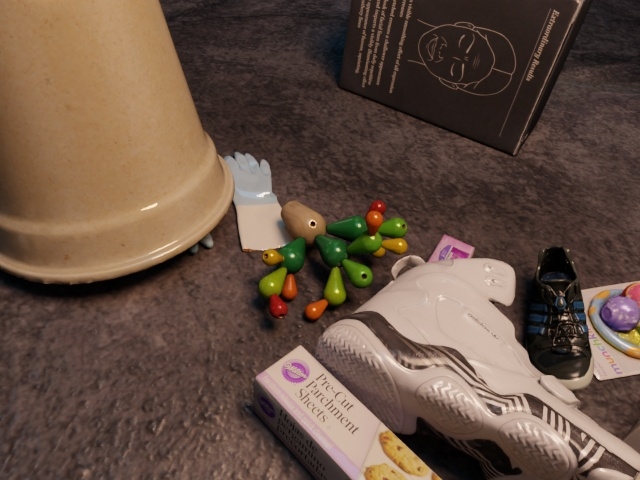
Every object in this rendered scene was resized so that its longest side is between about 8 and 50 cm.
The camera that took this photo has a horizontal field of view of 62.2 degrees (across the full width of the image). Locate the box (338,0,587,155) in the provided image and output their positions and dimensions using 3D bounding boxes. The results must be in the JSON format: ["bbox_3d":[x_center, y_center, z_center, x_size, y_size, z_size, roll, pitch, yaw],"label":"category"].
[{"bbox_3d":[0.269,-0.398,1.026,0.396,0.293,0.212,27,46,18],"label":"box"}]

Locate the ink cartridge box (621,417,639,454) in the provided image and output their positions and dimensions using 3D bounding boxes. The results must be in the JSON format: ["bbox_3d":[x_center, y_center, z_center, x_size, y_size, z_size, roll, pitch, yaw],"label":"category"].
[{"bbox_3d":[0.429,0.199,0.583,0.180,0.060,0.104,-26,52,-32],"label":"ink cartridge box"}]

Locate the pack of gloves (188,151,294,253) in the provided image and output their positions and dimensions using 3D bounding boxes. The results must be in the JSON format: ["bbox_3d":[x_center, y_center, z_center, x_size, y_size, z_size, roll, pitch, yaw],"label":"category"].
[{"bbox_3d":[-0.153,-0.074,0.783,0.195,0.046,0.232,-8,46,-17],"label":"pack of gloves"}]

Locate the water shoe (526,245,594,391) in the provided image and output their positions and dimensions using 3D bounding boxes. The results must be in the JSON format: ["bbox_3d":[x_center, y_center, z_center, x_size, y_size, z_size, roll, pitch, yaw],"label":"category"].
[{"bbox_3d":[0.286,0.087,0.651,0.073,0.080,0.203,-8,36,22],"label":"water shoe"}]

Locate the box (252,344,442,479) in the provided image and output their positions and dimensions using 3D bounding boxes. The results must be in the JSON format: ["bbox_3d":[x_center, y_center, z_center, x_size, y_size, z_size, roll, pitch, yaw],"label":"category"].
[{"bbox_3d":[0.064,0.230,0.480,0.067,0.063,0.324,-28,54,-35],"label":"box"}]

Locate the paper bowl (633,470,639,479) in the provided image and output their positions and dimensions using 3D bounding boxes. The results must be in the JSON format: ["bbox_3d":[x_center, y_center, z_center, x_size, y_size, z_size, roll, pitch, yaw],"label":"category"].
[{"bbox_3d":[0.336,0.277,0.334,0.285,0.148,0.284,9,68,-24],"label":"paper bowl"}]

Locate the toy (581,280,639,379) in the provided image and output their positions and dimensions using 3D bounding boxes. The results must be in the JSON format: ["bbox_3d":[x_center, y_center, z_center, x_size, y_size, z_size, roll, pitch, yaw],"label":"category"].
[{"bbox_3d":[0.437,0.096,0.700,0.238,0.056,0.136,-4,43,-15],"label":"toy"}]

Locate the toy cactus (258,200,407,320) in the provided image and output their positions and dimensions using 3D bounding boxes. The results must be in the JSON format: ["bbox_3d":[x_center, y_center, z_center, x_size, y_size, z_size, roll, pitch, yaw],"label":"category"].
[{"bbox_3d":[0.000,0.000,0.686,0.219,0.112,0.180,-33,46,-14],"label":"toy cactus"}]

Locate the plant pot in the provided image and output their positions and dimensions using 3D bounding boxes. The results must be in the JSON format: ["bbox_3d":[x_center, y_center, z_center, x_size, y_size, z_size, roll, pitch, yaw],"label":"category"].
[{"bbox_3d":[-0.291,-0.171,0.633,0.334,0.305,0.333,-2,40,1],"label":"plant pot"}]

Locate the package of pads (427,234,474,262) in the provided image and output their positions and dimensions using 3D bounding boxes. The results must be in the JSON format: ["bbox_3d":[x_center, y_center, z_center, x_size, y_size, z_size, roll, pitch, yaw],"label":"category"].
[{"bbox_3d":[0.179,0.031,0.740,0.050,0.031,0.083,24,44,17],"label":"package of pads"}]

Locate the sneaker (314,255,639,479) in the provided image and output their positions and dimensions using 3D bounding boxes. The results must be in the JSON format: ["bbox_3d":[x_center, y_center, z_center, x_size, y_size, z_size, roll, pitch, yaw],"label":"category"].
[{"bbox_3d":[0.195,0.138,0.548,0.366,0.137,0.210,26,46,20],"label":"sneaker"}]
